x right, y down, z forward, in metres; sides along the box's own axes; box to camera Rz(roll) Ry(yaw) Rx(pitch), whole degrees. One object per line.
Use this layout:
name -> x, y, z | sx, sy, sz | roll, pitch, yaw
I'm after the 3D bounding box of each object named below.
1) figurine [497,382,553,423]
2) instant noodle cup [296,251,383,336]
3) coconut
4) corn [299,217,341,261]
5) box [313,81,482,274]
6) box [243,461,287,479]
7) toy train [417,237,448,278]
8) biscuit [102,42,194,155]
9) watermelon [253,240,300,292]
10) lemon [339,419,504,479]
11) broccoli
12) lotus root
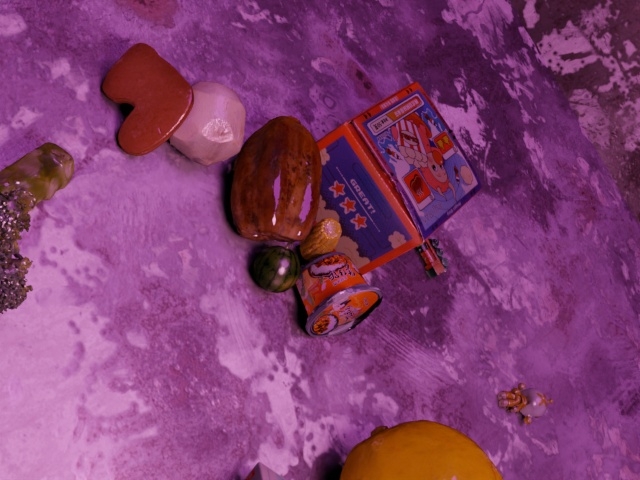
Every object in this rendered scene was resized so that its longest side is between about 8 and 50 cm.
figurine -> 0.514, 0.404, 2.350 | 0.143, 0.068, 0.101 | 31, 51, -12
instant noodle cup -> 0.028, 0.105, 1.960 | 0.178, 0.208, 0.125 | -18, 62, -19
coconut -> -0.234, -0.231, 1.896 | 0.161, 0.161, 0.162 | 24, 71, -35
corn -> 0.000, 0.000, 1.970 | 0.067, 0.206, 0.067 | 4, 74, -13
box -> 0.150, -0.144, 2.158 | 0.349, 0.257, 0.318 | -35, 95, -50
box -> -0.069, 0.476, 1.561 | 0.135, 0.079, 0.269 | 39, -1, -8
toy train -> 0.281, 0.041, 2.347 | 0.064, 0.044, 0.103 | -27, 87, -40
biscuit -> -0.354, -0.277, 1.826 | 0.192, 0.186, 0.036 | 44, -3, 13
watermelon -> -0.088, 0.054, 1.910 | 0.109, 0.109, 0.109 | 25, 51, -34
lemon -> 0.195, 0.506, 1.758 | 0.348, 0.348, 0.348 | 25, 51, -34
broccoli -> -0.505, -0.039, 1.490 | 0.252, 0.221, 0.361 | 31, 34, 22
lotus root -> -0.097, -0.127, 1.955 | 0.193, 0.193, 0.291 | 23, 62, -35
